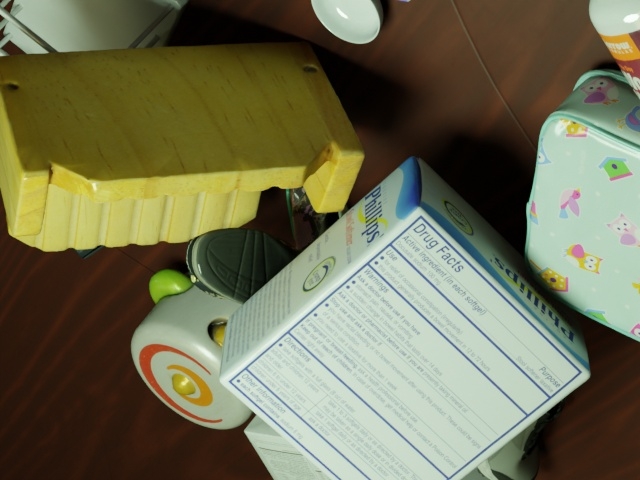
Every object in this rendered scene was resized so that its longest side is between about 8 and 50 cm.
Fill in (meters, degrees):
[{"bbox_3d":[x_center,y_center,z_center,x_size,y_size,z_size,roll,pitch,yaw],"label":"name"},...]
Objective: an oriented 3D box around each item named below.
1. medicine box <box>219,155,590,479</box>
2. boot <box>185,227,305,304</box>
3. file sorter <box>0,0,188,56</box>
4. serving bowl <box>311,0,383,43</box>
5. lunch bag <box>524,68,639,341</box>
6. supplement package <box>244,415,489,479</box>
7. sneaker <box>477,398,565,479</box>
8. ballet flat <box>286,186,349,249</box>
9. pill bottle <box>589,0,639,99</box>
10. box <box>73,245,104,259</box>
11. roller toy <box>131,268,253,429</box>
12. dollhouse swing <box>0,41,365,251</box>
[{"bbox_3d":[0.087,0.111,1.956,0.289,0.149,0.263,-41,108,16],"label":"medicine box"},{"bbox_3d":[-0.102,0.033,2.118,0.179,0.085,0.236,2,174,44],"label":"boot"},{"bbox_3d":[-0.309,-0.216,2.160,0.193,0.173,0.277,38,146,1],"label":"file sorter"},{"bbox_3d":[0.032,-0.245,1.930,0.083,0.027,0.083,25,144,20],"label":"serving bowl"},{"bbox_3d":[0.323,-0.023,1.842,0.224,0.108,0.279,23,143,20],"label":"lunch bag"},{"bbox_3d":[0.080,0.274,2.333,0.198,0.199,0.262,2,132,43],"label":"supplement package"},{"bbox_3d":[0.236,0.203,2.199,0.108,0.100,0.271,14,139,25],"label":"sneaker"},{"bbox_3d":[0.000,0.000,2.218,0.079,0.077,0.221,10,140,8],"label":"ballet flat"},{"bbox_3d":[0.313,-0.189,1.644,0.121,0.121,0.221,-11,123,49],"label":"pill bottle"},{"bbox_3d":[-0.336,-0.097,2.425,0.232,0.059,0.183,46,145,-10],"label":"box"},{"bbox_3d":[-0.143,0.148,2.449,0.209,0.146,0.191,20,142,26],"label":"roller toy"},{"bbox_3d":[-0.173,-0.037,2.008,0.315,0.347,0.305,-114,26,-49],"label":"dollhouse swing"}]
